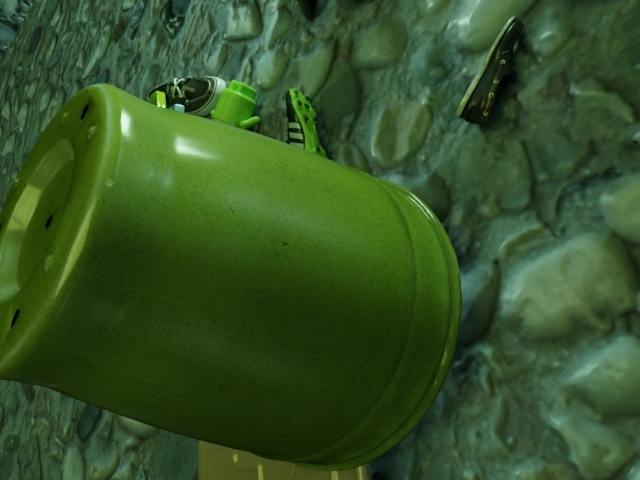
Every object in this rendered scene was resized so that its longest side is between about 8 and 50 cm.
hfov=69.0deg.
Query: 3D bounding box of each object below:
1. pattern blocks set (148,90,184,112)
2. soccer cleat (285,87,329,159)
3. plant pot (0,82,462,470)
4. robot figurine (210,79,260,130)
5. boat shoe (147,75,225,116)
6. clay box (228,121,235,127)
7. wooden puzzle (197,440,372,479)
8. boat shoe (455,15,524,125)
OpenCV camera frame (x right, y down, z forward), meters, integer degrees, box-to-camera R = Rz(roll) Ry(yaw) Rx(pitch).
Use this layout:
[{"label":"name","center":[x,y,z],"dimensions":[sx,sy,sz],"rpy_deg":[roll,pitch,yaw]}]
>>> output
[{"label":"pattern blocks set","center":[-0.348,-0.163,0.968],"dimensions":[0.325,0.026,0.285],"rpy_deg":[17,99,55]},{"label":"soccer cleat","center":[-0.033,-0.162,0.738],"dimensions":[0.072,0.060,0.179],"rpy_deg":[-31,63,33]},{"label":"plant pot","center":[-0.109,0.037,0.474],"dimensions":[0.366,0.353,0.366],"rpy_deg":[-20,59,37]},{"label":"robot figurine","center":[-0.161,-0.232,0.858],"dimensions":[0.101,0.067,0.115],"rpy_deg":[26,97,33]},{"label":"boat shoe","center":[-0.289,-0.305,0.983],"dimensions":[0.219,0.070,0.077],"rpy_deg":[1,80,41]},{"label":"clay box","center":[-0.130,-0.089,0.798],"dimensions":[0.127,0.053,0.222],"rpy_deg":[-50,51,28]},{"label":"wooden puzzle","center":[-0.040,0.417,0.590],"dimensions":[0.348,0.080,0.322],"rpy_deg":[-23,65,40]},{"label":"boat shoe","center":[0.208,-0.199,0.553],"dimensions":[0.042,0.049,0.133],"rpy_deg":[27,90,13]}]
